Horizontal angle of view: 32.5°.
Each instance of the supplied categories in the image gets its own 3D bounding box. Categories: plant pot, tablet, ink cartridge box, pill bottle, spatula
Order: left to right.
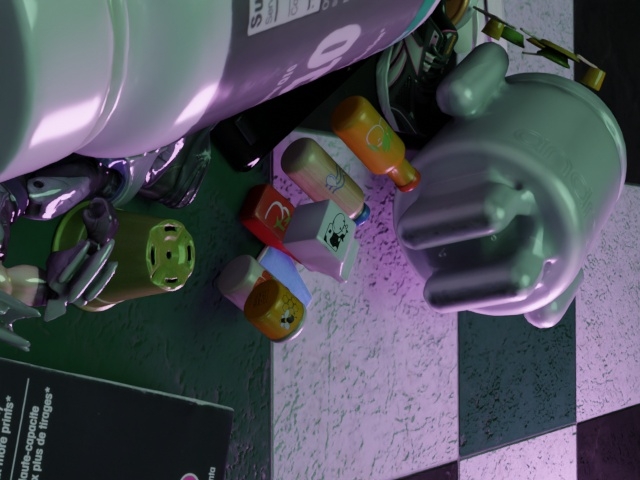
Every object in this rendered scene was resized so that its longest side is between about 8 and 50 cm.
[{"bbox_3d":[-0.203,0.168,0.714,0.371,0.069,0.176,23,70,-50],"label":"ink cartridge box"},{"bbox_3d":[-0.136,0.011,0.793,0.083,0.079,0.083,1,89,-54],"label":"plant pot"},{"bbox_3d":[-0.087,-0.169,0.643,0.361,0.204,0.204,-31,114,-46],"label":"pill bottle"},{"bbox_3d":[-0.035,0.041,0.998,0.054,0.006,0.083,-58,134,-38],"label":"tablet"},{"bbox_3d":[0.181,-0.343,1.302,0.168,0.019,0.242,-14,100,-53],"label":"spatula"}]

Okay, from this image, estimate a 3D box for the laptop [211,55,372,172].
[{"bbox_3d":[-0.064,-0.352,0.933,0.408,0.236,0.382,-45,135,-11],"label":"laptop"}]

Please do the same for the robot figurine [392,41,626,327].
[{"bbox_3d":[0.206,-0.055,1.162,0.353,0.199,0.300,-47,121,-51],"label":"robot figurine"}]

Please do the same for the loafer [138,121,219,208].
[{"bbox_3d":[-0.102,-0.110,0.831,0.061,0.062,0.170,19,92,-34],"label":"loafer"}]

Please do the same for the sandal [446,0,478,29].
[{"bbox_3d":[0.131,-0.356,1.161,0.076,0.102,0.265,1,90,-57],"label":"sandal"}]

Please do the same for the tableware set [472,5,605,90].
[{"bbox_3d":[0.231,-0.199,1.159,0.104,0.154,0.024,13,108,-52],"label":"tableware set"}]

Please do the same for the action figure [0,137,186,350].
[{"bbox_3d":[-0.190,-0.042,0.677,0.185,0.099,0.285,43,35,-3],"label":"action figure"}]

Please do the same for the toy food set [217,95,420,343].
[{"bbox_3d":[0.000,0.000,0.945,0.104,0.111,0.232,43,52,-34],"label":"toy food set"}]

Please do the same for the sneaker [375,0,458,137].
[{"bbox_3d":[0.105,-0.195,1.140,0.072,0.077,0.178,-14,102,-53],"label":"sneaker"}]
